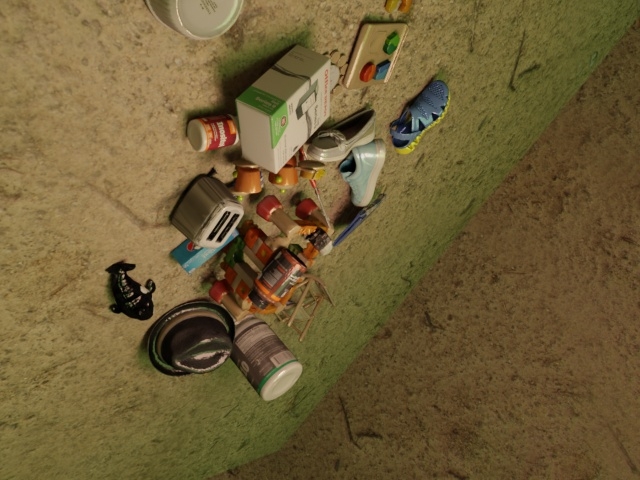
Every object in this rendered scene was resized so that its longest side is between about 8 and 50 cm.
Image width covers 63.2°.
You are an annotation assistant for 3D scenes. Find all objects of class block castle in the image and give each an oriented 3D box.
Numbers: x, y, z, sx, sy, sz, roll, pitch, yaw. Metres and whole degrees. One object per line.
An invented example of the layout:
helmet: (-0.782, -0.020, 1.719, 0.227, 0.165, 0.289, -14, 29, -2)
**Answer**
block castle: (-0.187, 0.053, 1.853, 0.303, 0.213, 0.453, -2, 130, -56)

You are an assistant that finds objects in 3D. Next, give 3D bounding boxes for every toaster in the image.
toaster: (-0.326, -0.084, 1.541, 0.227, 0.146, 0.129, -52, 152, 12)

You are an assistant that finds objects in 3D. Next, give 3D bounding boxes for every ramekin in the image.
ramekin: (-0.257, -0.525, 1.089, 0.207, 0.109, 0.207, -33, 149, -23)

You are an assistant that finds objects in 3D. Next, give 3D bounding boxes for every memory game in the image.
memory game: (0.018, -0.497, 1.608, 0.186, 0.012, 0.186, -33, 150, -22)

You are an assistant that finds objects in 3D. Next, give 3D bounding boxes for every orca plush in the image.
orca plush: (-0.563, 0.181, 1.614, 0.151, 0.102, 0.287, -26, 146, -34)

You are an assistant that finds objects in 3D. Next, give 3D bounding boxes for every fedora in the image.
fedora: (-0.443, 0.383, 1.883, 0.333, 0.152, 0.334, -12, 113, -30)

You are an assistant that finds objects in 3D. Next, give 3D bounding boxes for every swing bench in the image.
swing bench: (-0.082, 0.289, 2.365, 0.255, 0.165, 0.253, -45, 152, -13)

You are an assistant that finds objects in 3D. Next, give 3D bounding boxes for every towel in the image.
towel: (0.166, -0.091, 2.207, 0.209, 0.034, 0.285, -48, 175, 37)

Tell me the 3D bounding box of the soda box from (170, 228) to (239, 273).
soda box: (-0.372, 0.008, 1.682, 0.210, 0.071, 0.067, -40, 153, -11)

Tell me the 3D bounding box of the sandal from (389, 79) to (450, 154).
sandal: (0.378, -0.481, 2.015, 0.138, 0.126, 0.317, 13, 116, -54)

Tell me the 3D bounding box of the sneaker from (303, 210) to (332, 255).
sneaker: (-0.019, -0.015, 2.140, 0.115, 0.090, 0.232, -28, 139, -18)

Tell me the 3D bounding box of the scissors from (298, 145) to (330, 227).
scissors: (-0.016, -0.185, 1.771, 0.021, 0.109, 0.297, -20, 121, 9)

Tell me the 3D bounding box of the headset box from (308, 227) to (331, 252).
headset box: (0.000, 0.000, 1.777, 0.062, 0.032, 0.083, -45, 153, -4)

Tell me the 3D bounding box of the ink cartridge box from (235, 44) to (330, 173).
ink cartridge box: (-0.093, -0.363, 1.428, 0.289, 0.121, 0.211, -53, 160, -30)

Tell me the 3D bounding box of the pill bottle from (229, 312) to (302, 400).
pill bottle: (-0.257, 0.451, 2.117, 0.204, 0.361, 0.204, -33, 150, -23)

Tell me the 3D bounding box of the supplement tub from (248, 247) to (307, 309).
supplement tub: (-0.142, 0.126, 1.659, 0.198, 0.106, 0.106, -48, 152, 3)

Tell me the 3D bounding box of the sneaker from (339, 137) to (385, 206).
sneaker: (0.137, -0.261, 2.007, 0.150, 0.135, 0.366, -1, 145, -10)

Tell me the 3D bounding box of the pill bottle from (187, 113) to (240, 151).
pill bottle: (-0.273, -0.293, 1.400, 0.152, 0.086, 0.086, -23, 145, -38)

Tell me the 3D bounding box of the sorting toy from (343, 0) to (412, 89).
sorting toy: (0.199, -0.625, 1.643, 0.229, 0.041, 0.307, -23, 145, -44)

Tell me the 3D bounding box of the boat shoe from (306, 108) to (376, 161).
boat shoe: (0.077, -0.360, 1.772, 0.320, 0.118, 0.103, -30, 143, -36)

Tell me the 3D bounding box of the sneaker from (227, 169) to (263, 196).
sneaker: (-0.238, -0.181, 1.638, 0.144, 0.053, 0.059, -31, 150, -41)

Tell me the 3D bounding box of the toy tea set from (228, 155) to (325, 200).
toy tea set: (-0.148, -0.176, 1.561, 0.336, 0.200, 0.125, -15, 119, -42)
